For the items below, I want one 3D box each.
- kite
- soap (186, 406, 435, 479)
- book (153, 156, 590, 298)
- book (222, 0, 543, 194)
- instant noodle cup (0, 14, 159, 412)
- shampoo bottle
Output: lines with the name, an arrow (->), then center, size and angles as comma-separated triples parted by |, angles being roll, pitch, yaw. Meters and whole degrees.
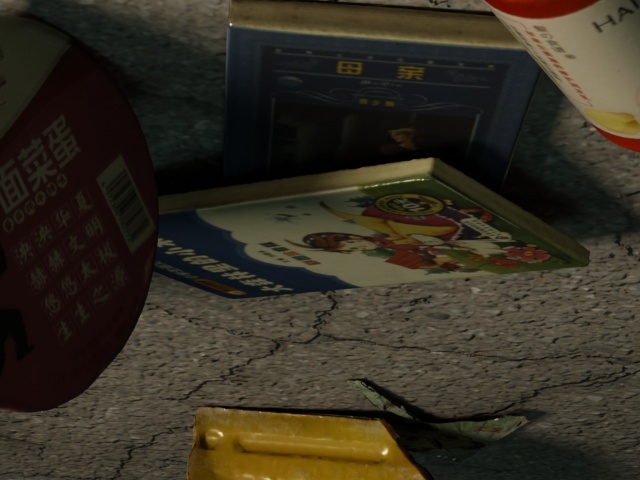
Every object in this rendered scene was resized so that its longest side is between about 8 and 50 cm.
kite -> 0.092, 0.173, 1.897 | 0.229, 0.012, 0.250 | -8, 156, 25
soap -> 0.002, 0.248, 1.874 | 0.257, 0.160, 0.080 | 4, 159, 7
book -> 0.000, 0.000, 1.421 | 0.322, 0.018, 0.228 | -8, 160, 34
book -> 0.033, -0.076, 1.273 | 0.190, 0.025, 0.269 | 4, 158, -3
instant noodle cup -> -0.240, -0.012, 1.217 | 0.178, 0.235, 0.235 | -4, 159, 38
shampoo bottle -> 0.131, -0.142, 0.996 | 0.104, 0.104, 0.278 | -9, 155, 26
